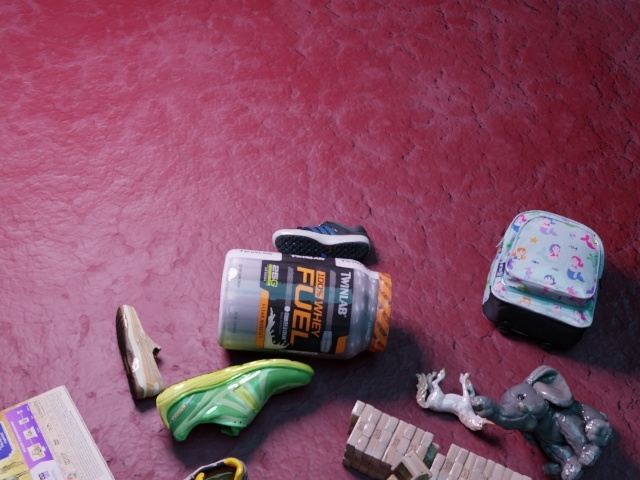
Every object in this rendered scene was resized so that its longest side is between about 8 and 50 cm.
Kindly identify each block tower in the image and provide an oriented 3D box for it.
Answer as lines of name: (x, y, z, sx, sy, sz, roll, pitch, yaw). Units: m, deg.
block tower: (0.197, 0.409, 1.824, 0.335, 0.091, 0.097, 24, 56, 10)

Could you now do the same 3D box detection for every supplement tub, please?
supplement tub: (-0.031, 0.123, 1.931, 0.316, 0.193, 0.193, 5, 55, -4)

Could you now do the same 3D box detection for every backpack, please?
backpack: (0.457, 0.059, 2.048, 0.225, 0.191, 0.253, 19, 51, 7)

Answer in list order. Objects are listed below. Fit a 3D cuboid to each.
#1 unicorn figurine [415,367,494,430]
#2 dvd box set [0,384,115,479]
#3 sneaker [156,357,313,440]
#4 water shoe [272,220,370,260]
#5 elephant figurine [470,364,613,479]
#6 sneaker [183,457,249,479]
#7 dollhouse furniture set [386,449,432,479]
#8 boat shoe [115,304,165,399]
unicorn figurine: (0.259, 0.303, 1.932, 0.162, 0.060, 0.111, 1, 58, 13)
dvd box set: (-0.567, 0.425, 1.672, 0.420, 0.062, 0.307, -23, 38, -21)
sneaker: (-0.151, 0.292, 1.872, 0.296, 0.109, 0.123, -14, 84, -20)
water shoe: (0.000, 0.000, 2.106, 0.203, 0.073, 0.080, 6, 33, -8)
elephant figurine: (0.404, 0.314, 1.866, 0.239, 0.186, 0.169, 38, 81, 8)
sneaker: (-0.226, 0.438, 1.751, 0.225, 0.092, 0.088, -29, 64, -23)
dollhouse furniture set: (0.153, 0.481, 1.759, 0.161, 0.182, 0.101, 51, 23, 25)
boat shoe: (-0.336, 0.207, 1.921, 0.072, 0.068, 0.190, -6, 66, -26)
